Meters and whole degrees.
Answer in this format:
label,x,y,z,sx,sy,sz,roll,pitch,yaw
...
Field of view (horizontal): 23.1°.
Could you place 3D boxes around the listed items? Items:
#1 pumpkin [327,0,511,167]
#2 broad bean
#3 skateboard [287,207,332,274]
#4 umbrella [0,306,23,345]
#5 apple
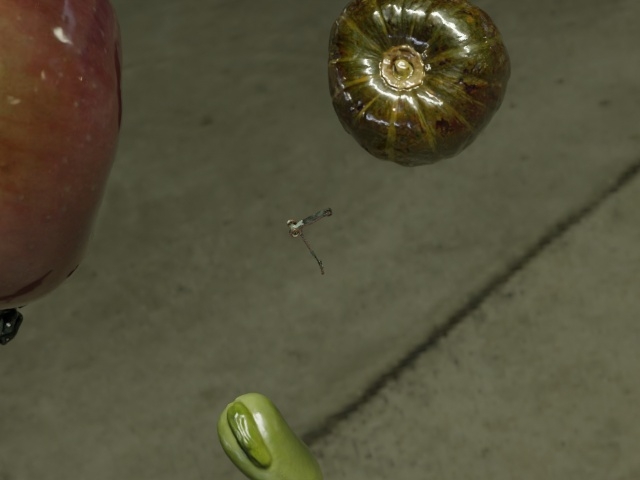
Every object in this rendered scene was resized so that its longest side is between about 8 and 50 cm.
label,x,y,z,sx,sy,sz,roll,pitch,yaw
pumpkin,0.115,-0.190,1.835,0.219,0.219,0.162,-13,-6,5
broad bean,-0.057,0.259,1.926,0.082,0.174,0.124,-40,25,11
skateboard,0.000,0.000,2.063,0.064,0.083,0.032,-26,33,4
umbrella,-0.324,0.000,1.629,0.143,0.349,0.094,50,27,20
apple,-0.280,-0.094,1.196,0.235,0.305,0.305,7,24,-20
